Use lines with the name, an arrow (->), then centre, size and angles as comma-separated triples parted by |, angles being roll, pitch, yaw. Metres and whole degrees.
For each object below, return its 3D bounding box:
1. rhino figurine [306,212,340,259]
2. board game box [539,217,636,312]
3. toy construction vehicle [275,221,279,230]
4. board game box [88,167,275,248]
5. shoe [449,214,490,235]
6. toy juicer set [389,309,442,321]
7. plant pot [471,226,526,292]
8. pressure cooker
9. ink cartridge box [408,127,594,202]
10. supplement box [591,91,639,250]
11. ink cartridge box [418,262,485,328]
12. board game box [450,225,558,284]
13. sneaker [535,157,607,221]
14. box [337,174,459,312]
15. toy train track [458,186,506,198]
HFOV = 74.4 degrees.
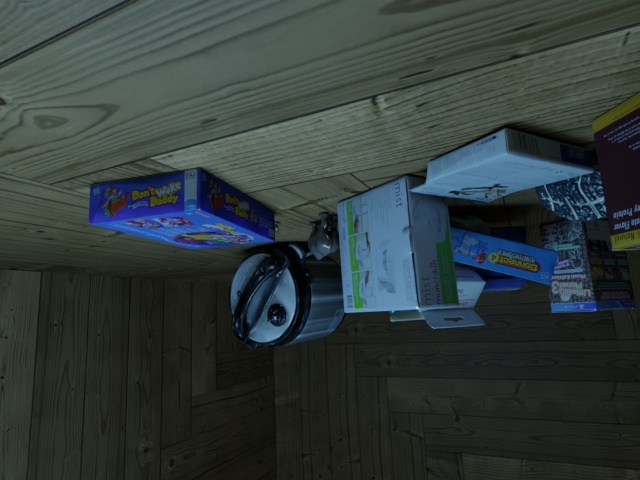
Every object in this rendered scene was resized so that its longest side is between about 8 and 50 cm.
rhino figurine -> 0.000, 0.000, 1.191 | 0.073, 0.106, 0.243 | 0, 169, -13
board game box -> 0.860, 0.082, 1.360 | 0.232, 0.290, 0.141 | 3, 168, -29
toy construction vehicle -> -0.165, -0.042, 1.141 | 0.099, 0.035, 0.086 | 0, -179, 1
board game box -> -0.271, -0.051, 0.912 | 0.234, 0.077, 0.347 | -5, 170, 14
shoe -> 0.426, -0.047, 1.213 | 0.077, 0.058, 0.219 | 15, -179, 44
toy juicer set -> 0.314, 0.198, 1.416 | 0.210, 0.089, 0.329 | 11, -150, -3
plant pot -> 0.580, 0.080, 1.502 | 0.236, 0.211, 0.236 | -3, 171, -2
pressure cooker -> -0.132, 0.205, 1.581 | 0.376, 0.369, 0.421 | -14, 169, 34
ink cartridge box -> 0.310, -0.123, 0.750 | 0.224, 0.045, 0.224 | 3, 169, -29
supplement box -> 0.471, -0.097, 0.515 | 0.129, 0.193, 0.191 | -1, 170, -6
ink cartridge box -> 0.375, 0.118, 1.362 | 0.207, 0.119, 0.353 | 0, -148, -19
board game box -> 0.442, 0.033, 1.187 | 0.302, 0.086, 0.308 | 14, -179, 8
sneaker -> 0.532, -0.105, 0.743 | 0.122, 0.109, 0.283 | -28, -163, -31
box -> 0.155, 0.020, 0.909 | 0.127, 0.261, 0.231 | 4, 167, -35
toy train track -> 0.303, -0.086, 0.788 | 0.084, 0.014, 0.048 | -1, 171, 4
